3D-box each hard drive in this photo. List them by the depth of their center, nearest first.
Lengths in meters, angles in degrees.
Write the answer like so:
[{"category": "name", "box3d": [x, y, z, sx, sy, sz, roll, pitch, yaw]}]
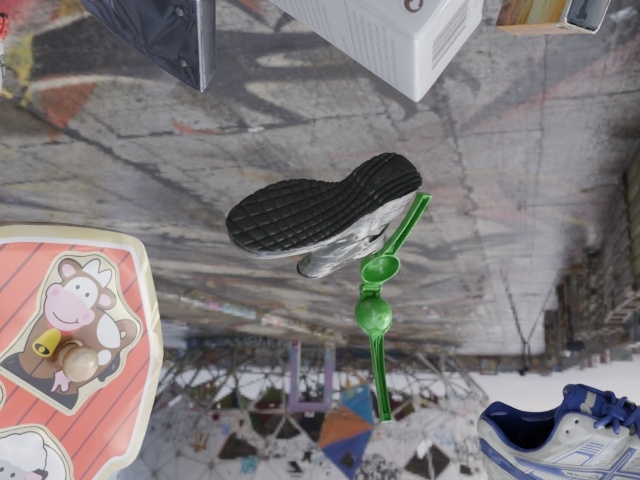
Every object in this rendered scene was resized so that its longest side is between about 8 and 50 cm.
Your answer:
[{"category": "hard drive", "box3d": [-0.238, -0.331, 0.960, 0.254, 0.054, 0.172, 37, 149, 18]}]

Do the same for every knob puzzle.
[{"category": "knob puzzle", "box3d": [-0.152, 0.076, 0.363, 0.030, 0.213, 0.213, 18, -177, 43]}]

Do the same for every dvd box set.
[{"category": "dvd box set", "box3d": [0.426, -0.511, 1.217, 0.062, 0.307, 0.420, 15, -164, -5]}]

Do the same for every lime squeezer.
[{"category": "lime squeezer", "box3d": [0.092, 0.080, 0.952, 0.059, 0.310, 0.110, -2, -164, -41]}]

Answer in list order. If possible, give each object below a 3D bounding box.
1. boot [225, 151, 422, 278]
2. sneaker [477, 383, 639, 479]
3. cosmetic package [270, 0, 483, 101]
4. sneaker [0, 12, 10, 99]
[{"category": "boot", "box3d": [0.000, 0.000, 0.805, 0.246, 0.083, 0.161, -20, 153, -29]}, {"category": "sneaker", "box3d": [0.286, 0.199, 0.676, 0.296, 0.131, 0.112, -19, -171, 32]}, {"category": "cosmetic package", "box3d": [-0.007, -0.400, 0.933, 0.453, 0.161, 0.230, 37, 179, 10]}, {"category": "sneaker", "box3d": [-0.331, -0.119, 0.560, 0.225, 0.093, 0.088, -4, 177, 38]}]
